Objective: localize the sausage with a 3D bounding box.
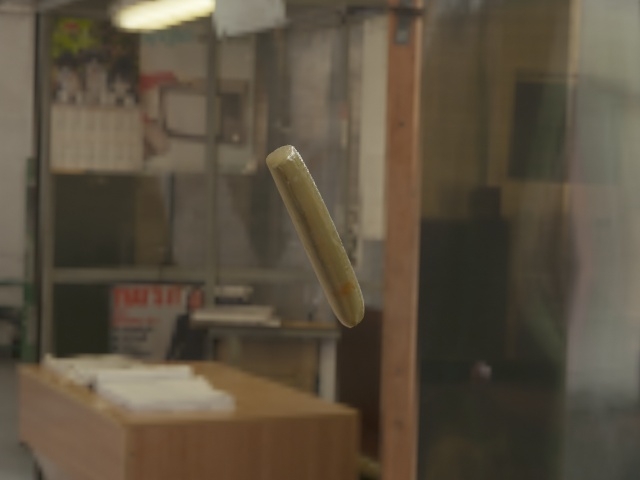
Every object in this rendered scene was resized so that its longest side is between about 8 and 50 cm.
[{"bbox_3d":[0.000,0.000,0.960,0.024,0.132,0.024,-19,29,11],"label":"sausage"}]
